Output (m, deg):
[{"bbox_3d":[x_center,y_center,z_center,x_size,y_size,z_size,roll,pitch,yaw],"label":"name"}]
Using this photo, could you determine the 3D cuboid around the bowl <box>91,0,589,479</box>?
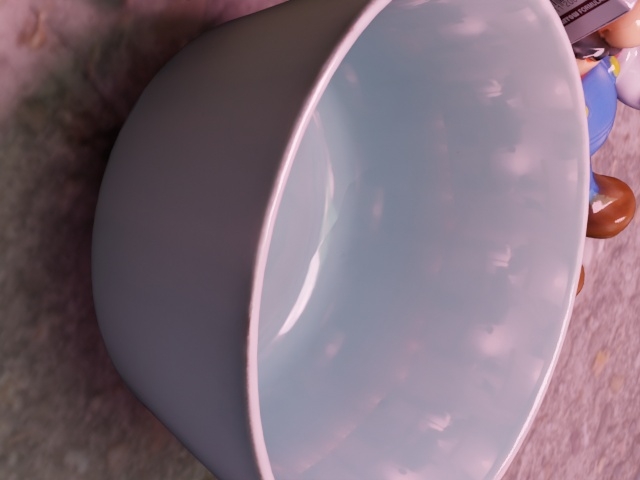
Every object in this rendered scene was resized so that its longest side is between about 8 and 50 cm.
[{"bbox_3d":[0.000,0.000,0.772,0.311,0.163,0.312,-23,119,-49],"label":"bowl"}]

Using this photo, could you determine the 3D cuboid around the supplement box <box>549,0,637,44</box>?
[{"bbox_3d":[0.086,-0.231,0.791,0.239,0.073,0.130,39,64,-14],"label":"supplement box"}]

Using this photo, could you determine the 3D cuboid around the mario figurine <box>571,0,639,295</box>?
[{"bbox_3d":[0.171,-0.095,0.967,0.198,0.170,0.321,-92,172,-45],"label":"mario figurine"}]
